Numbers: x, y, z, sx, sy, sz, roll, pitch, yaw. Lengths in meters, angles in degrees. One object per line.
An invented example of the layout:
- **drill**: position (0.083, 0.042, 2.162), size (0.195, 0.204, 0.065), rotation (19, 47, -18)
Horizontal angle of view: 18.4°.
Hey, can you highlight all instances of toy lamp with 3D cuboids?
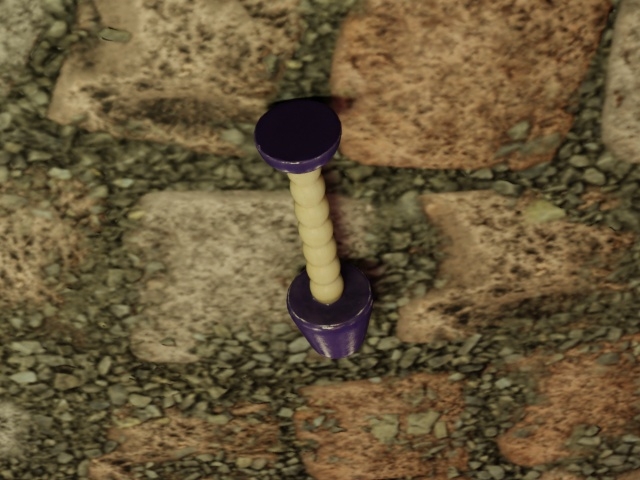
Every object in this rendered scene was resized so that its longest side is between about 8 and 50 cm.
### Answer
- **toy lamp**: position (0.000, 0.000, 1.653), size (0.080, 0.080, 0.275), rotation (-6, 140, 1)
